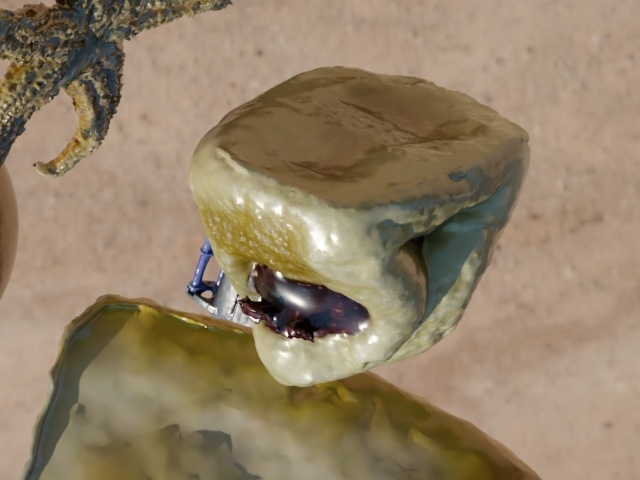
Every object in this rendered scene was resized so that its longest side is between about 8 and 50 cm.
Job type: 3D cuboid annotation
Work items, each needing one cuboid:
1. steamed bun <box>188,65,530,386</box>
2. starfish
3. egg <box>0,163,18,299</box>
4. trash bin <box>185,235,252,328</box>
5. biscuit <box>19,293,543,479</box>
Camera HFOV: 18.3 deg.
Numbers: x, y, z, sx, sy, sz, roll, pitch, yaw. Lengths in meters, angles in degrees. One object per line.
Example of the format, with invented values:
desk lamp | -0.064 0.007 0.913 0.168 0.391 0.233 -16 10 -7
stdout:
steamed bun | 0.017 0.004 1.075 0.172 0.141 0.155 -26 132 -43
starfish | -0.215 -0.163 1.650 0.299 0.060 0.302 -37 156 -5
egg | -0.444 0.017 1.840 0.351 0.282 0.282 -43 138 -3
trash bin | 0.000 0.000 1.911 0.184 0.234 0.162 25 126 6
biscuit | -0.036 0.276 1.262 0.446 0.429 0.104 14 170 2
